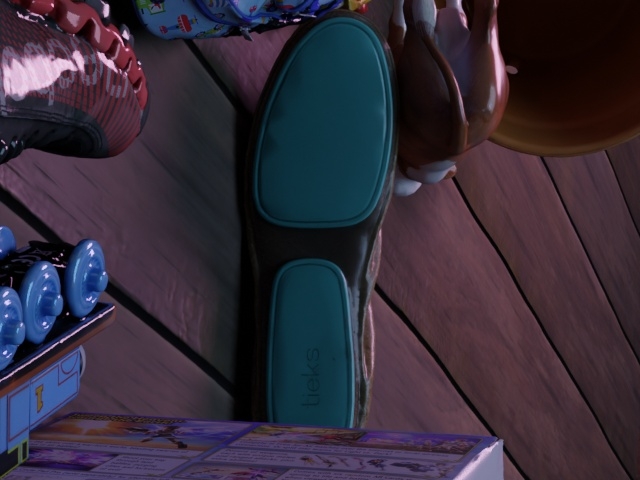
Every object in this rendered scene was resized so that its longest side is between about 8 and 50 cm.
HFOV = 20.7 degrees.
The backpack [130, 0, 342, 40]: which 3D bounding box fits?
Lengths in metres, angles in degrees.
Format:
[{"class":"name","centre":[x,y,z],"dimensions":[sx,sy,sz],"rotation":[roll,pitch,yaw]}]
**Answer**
[{"class":"backpack","centre":[-0.060,-0.207,1.139],"dimensions":[0.173,0.117,0.158],"rotation":[-27,114,-65]}]

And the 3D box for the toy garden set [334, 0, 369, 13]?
[{"class":"toy garden set","centre":[-0.002,-0.262,1.394],"dimensions":[0.244,0.049,0.204],"rotation":[-47,133,-62]}]

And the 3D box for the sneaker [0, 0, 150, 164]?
[{"class":"sneaker","centre":[-0.172,-0.079,0.854],"dimensions":[0.276,0.097,0.135],"rotation":[39,53,-62]}]

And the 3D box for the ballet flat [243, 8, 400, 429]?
[{"class":"ballet flat","centre":[0.000,0.000,1.339],"dimensions":[0.124,0.116,0.342],"rotation":[122,-31,-89]}]

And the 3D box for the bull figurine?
[{"class":"bull figurine","centre":[0.090,-0.134,1.424],"dimensions":[0.310,0.101,0.188],"rotation":[176,-88,-81]}]

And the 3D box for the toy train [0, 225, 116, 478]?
[{"class":"toy train","centre":[-0.168,0.058,0.901],"dimensions":[0.184,0.080,0.105],"rotation":[-38,135,-68]}]

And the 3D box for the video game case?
[{"class":"video game case","centre":[-0.065,0.147,0.896],"dimensions":[0.244,0.269,0.061],"rotation":[-21,111,-68]}]

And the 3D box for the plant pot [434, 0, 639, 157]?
[{"class":"plant pot","centre":[0.235,-0.250,1.758],"dimensions":[0.203,0.290,0.291],"rotation":[-82,165,-70]}]
